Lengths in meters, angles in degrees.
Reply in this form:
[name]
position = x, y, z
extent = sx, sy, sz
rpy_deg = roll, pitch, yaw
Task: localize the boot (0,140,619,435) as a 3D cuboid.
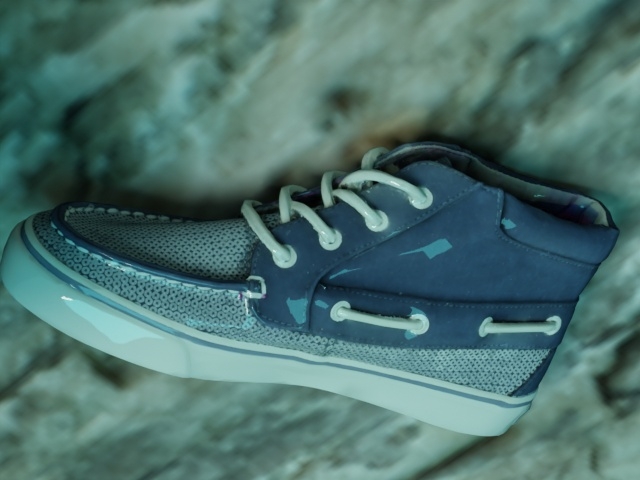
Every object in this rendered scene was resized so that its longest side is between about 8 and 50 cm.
[boot]
position = 0.000, 0.000, 0.462
extent = 0.190, 0.069, 0.086
rpy_deg = 14, 115, -25
